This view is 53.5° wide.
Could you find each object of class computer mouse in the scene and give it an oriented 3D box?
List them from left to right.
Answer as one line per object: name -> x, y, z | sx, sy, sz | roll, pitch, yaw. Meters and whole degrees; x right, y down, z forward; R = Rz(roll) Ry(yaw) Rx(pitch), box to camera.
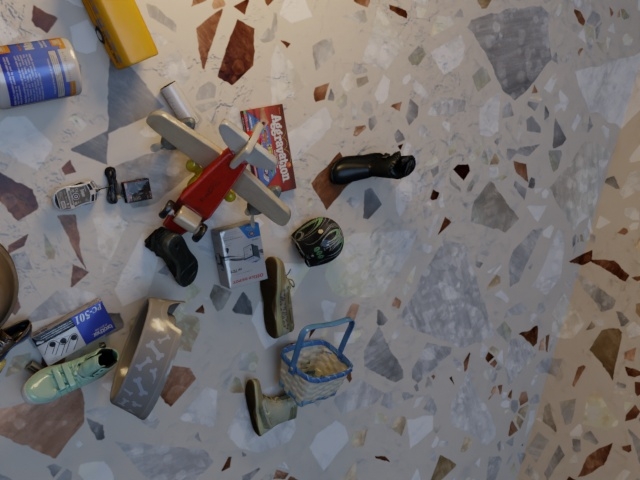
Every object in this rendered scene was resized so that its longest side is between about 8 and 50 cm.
computer mouse -> -0.658, -0.136, 1.775 | 0.193, 0.042, 0.106 | -19, 112, -34

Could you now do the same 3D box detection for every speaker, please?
speaker -> -0.415, -0.400, 1.873 | 0.055, 0.055, 0.136 | -40, 115, -20

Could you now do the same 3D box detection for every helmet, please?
helmet -> 0.000, 0.000, 2.136 | 0.161, 0.169, 0.169 | -30, 113, -6

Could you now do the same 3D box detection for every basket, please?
basket -> -0.013, 0.395, 2.131 | 0.255, 0.201, 0.289 | -1, 121, -47

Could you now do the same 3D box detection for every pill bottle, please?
pill bottle -> -0.760, -0.417, 1.602 | 0.272, 0.152, 0.152 | -19, 107, -28

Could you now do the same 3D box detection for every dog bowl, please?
dog bowl -> -0.488, 0.318, 1.783 | 0.102, 0.349, 0.349 | 23, 85, -19

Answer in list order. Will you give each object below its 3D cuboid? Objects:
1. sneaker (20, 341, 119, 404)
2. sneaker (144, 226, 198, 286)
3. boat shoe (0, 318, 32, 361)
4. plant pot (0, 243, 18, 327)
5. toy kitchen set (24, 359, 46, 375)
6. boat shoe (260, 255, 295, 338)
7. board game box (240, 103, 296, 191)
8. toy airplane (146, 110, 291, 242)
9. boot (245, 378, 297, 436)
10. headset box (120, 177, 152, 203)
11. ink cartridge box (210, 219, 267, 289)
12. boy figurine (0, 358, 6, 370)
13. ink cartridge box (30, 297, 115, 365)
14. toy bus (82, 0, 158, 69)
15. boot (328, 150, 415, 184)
sneaker -> -0.677, 0.357, 1.733 | 0.256, 0.151, 0.094 | -20, 77, -50
sneaker -> -0.448, 0.041, 1.912 | 0.087, 0.130, 0.227 | -45, 145, -23
boat shoe -> -0.838, 0.265, 1.667 | 0.066, 0.066, 0.183 | 37, 40, 0
plant pot -> -0.892, 0.130, 1.532 | 0.323, 0.280, 0.323 | -4, 99, -31
toy kitchen set -> -0.798, 0.396, 1.757 | 0.068, 0.083, 0.075 | -32, 121, 22
boat shoe -> -0.138, 0.183, 2.113 | 0.089, 0.104, 0.285 | -13, 114, -34
board game box -> -0.166, -0.291, 2.059 | 0.145, 0.027, 0.281 | -18, 106, -30
toy airplane -> -0.292, -0.205, 1.854 | 0.384, 0.272, 0.386 | -4, 117, 1
boot -> -0.163, 0.542, 2.160 | 0.165, 0.077, 0.213 | -17, 111, -28
headset box -> -0.539, -0.145, 1.850 | 0.083, 0.032, 0.062 | -15, 105, -31
ink cartridge box -> -0.257, 0.044, 2.023 | 0.140, 0.082, 0.190 | -16, 104, -29
boy figurine -> -0.951, 0.392, 1.638 | 0.285, 0.092, 0.177 | -47, 137, -19
ink cartridge box -> -0.701, 0.258, 1.804 | 0.207, 0.046, 0.097 | -31, 113, -24
toy bus -> -0.566, -0.635, 1.700 | 0.108, 0.130, 0.332 | -32, 113, -24
boot -> 0.178, -0.248, 2.170 | 0.246, 0.207, 0.094 | -18, 107, -28
